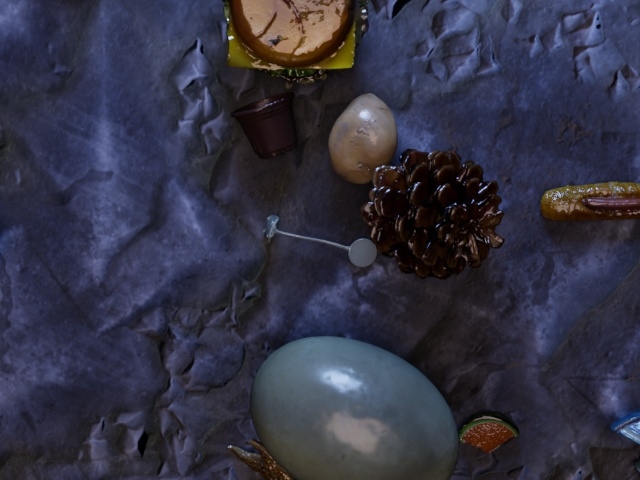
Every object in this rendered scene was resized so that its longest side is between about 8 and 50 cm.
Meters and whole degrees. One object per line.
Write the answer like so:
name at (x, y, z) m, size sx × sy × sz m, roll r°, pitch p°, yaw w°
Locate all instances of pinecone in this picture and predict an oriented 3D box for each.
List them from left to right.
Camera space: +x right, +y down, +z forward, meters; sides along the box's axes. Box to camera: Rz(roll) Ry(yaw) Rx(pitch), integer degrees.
pinecone at (0.190, -0.043, 1.259) m, size 0.221 × 0.221 × 0.222 m, roll 1°, pitch 98°, yaw 5°

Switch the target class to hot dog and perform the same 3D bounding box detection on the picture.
hot dog at (0.472, -0.064, 1.312) m, size 0.215 × 0.047 × 0.066 m, roll 0°, pitch 95°, yaw 5°

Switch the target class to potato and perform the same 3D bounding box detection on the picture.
potato at (0.073, -0.164, 1.308) m, size 0.112 × 0.112 × 0.147 m, roll 16°, pitch 108°, yaw 3°

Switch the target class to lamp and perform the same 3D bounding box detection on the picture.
lamp at (0.000, 0.000, 1.378) m, size 0.198 × 0.056 × 0.050 m, roll 15°, pitch 98°, yaw -8°

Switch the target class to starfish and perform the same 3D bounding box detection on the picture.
starfish at (-0.065, 0.440, 1.375) m, size 0.062 × 0.236 × 0.277 m, roll -28°, pitch 62°, yaw -23°

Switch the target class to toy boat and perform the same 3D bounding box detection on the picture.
toy boat at (0.579, 0.372, 1.341) m, size 0.215 × 0.088 × 0.102 m, roll 37°, pitch 103°, yaw -2°

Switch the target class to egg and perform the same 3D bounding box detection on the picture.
egg at (0.054, 0.293, 1.293) m, size 0.352 × 0.258 × 0.259 m, roll 24°, pitch 99°, yaw -1°

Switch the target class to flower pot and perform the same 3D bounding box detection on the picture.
flower pot at (-0.084, -0.186, 1.324) m, size 0.111 × 0.111 × 0.089 m, roll -16°, pitch 107°, yaw 7°

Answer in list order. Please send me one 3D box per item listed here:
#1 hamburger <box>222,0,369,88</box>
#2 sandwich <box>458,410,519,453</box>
hamburger at (-0.041, -0.375, 1.271) m, size 0.243 × 0.139 × 0.262 m, roll 5°, pitch 99°, yaw 3°
sandwich at (0.288, 0.334, 1.395) m, size 0.101 × 0.026 × 0.069 m, roll -34°, pitch 98°, yaw 12°
